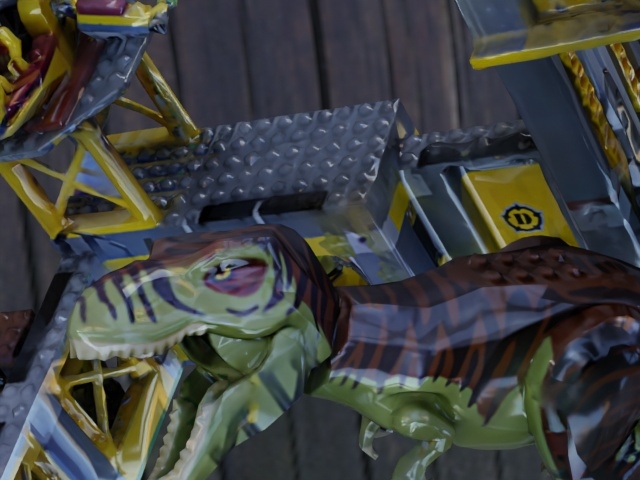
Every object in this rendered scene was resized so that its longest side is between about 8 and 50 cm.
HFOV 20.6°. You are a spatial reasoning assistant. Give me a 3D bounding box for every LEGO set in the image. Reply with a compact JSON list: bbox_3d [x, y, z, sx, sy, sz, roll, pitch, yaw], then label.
[{"bbox_3d":[0.000,0.000,0.344,0.192,0.331,0.255,56,47,-38],"label":"LEGO set"}]
